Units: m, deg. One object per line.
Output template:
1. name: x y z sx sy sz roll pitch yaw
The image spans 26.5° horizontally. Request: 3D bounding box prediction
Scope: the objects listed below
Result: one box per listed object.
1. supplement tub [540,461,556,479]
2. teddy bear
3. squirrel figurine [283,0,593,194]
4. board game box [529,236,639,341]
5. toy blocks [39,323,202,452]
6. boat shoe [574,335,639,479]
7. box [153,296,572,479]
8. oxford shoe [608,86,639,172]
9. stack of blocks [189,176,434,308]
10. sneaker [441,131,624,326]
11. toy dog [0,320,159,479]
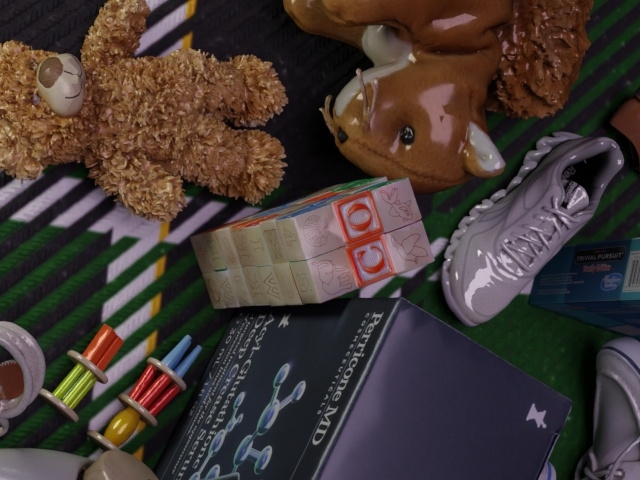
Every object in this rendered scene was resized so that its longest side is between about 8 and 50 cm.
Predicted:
1. supplement tub: 0.219 0.272 1.608 0.107 0.071 0.071 31 75 -19
2. teddy bear: -0.182 -0.138 1.427 0.338 0.113 0.245 23 76 -22
3. squirrel figurine: 0.163 -0.235 1.494 0.397 0.281 0.370 0 83 -29
4. board game box: 0.464 0.084 1.631 0.336 0.254 0.079 19 79 -23
5. toy blocks: -0.205 0.140 1.430 0.123 0.054 0.148 44 70 -16
6. boat shoe: 0.367 0.307 1.652 0.156 0.136 0.367 -20 105 -21
7. box: 0.009 0.232 1.336 0.212 0.395 0.293 32 74 -20
8. oxford shoe: 0.446 -0.100 1.747 0.076 0.076 0.212 -40 108 10
9. stack of blocks: 0.000 0.000 1.399 0.171 0.297 0.087 -21 95 -23
10. sneaker: 0.252 -0.021 1.617 0.110 0.118 0.292 44 72 -18
11. toy dog: -0.303 0.212 1.327 0.220 0.161 0.334 -31 112 3
